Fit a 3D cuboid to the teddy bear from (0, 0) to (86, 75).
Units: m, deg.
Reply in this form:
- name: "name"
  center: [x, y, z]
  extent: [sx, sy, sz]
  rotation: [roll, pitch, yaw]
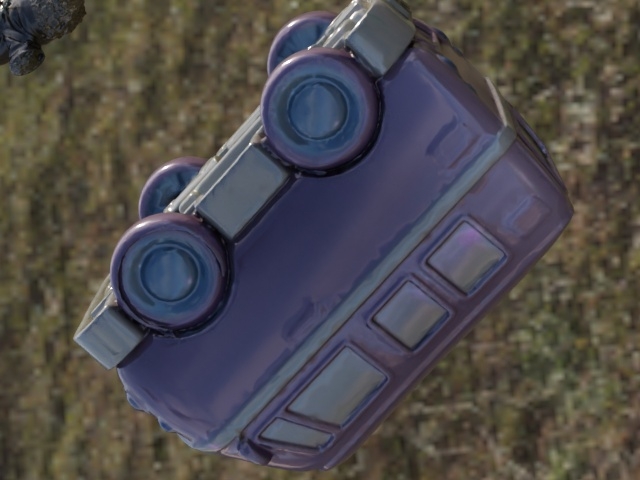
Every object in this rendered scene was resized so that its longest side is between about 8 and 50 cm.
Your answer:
- name: "teddy bear"
  center: [-0.245, -0.202, 1.547]
  extent: [0.160, 0.078, 0.119]
  rotation: [-31, 51, 33]

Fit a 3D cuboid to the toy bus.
- name: "toy bus"
  center: [0.000, 0.000, 0.778]
  extent: [0.202, 0.142, 0.142]
  rotation: [-47, 10, 12]
